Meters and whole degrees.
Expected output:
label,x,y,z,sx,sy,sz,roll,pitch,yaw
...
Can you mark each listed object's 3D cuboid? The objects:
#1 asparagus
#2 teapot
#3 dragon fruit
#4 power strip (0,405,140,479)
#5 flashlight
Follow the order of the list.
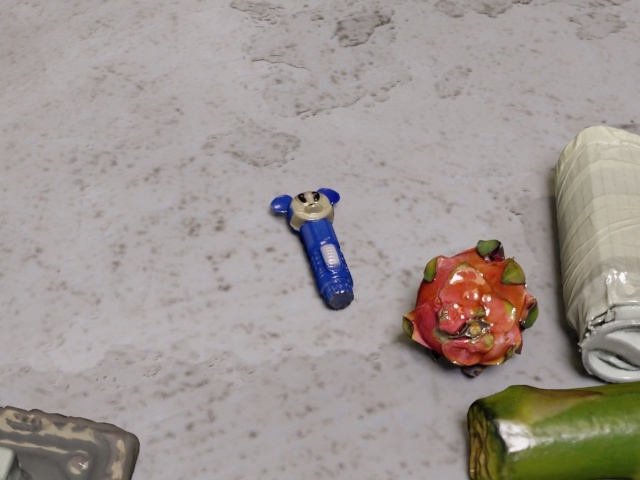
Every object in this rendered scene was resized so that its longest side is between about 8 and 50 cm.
label,x,y,z,sx,sy,sz,roll,pitch,yaw
asparagus,0.232,0.116,0.676,0.277,0.060,0.067,-7,36,-9
teapot,0.232,0.013,0.770,0.107,0.077,0.200,18,45,-10
dragon fruit,0.111,0.042,0.734,0.081,0.086,0.116,-18,24,37
power strip,-0.255,0.184,0.584,0.257,0.092,0.251,8,43,2
flashlight,0.000,0.000,0.801,0.057,0.035,0.121,-9,47,-11
